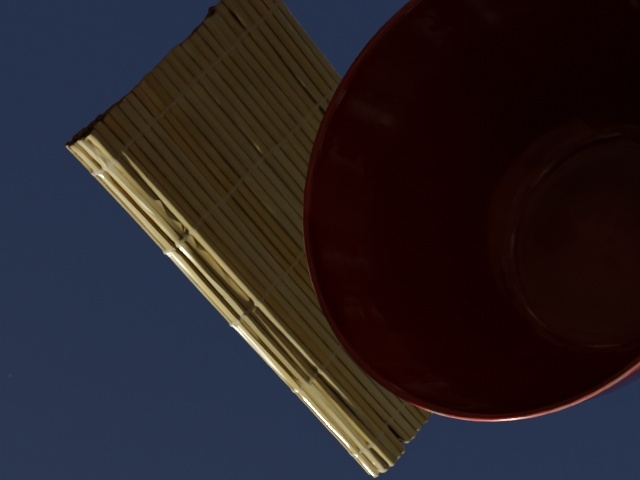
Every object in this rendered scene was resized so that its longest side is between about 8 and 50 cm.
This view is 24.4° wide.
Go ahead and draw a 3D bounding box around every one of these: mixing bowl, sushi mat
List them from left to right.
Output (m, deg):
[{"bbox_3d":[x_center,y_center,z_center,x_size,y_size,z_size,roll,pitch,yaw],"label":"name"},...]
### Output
[{"bbox_3d":[0.000,0.000,0.899,0.151,0.019,0.316,-48,-60,-13],"label":"sushi mat"},{"bbox_3d":[0.094,-0.012,0.575,0.098,0.181,0.181,24,-103,-51],"label":"mixing bowl"}]
